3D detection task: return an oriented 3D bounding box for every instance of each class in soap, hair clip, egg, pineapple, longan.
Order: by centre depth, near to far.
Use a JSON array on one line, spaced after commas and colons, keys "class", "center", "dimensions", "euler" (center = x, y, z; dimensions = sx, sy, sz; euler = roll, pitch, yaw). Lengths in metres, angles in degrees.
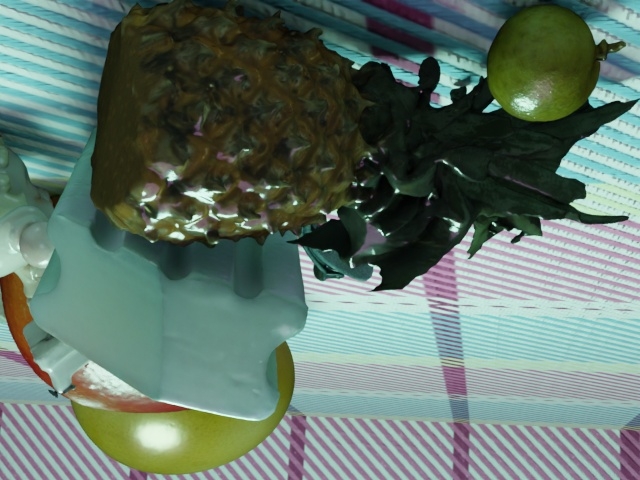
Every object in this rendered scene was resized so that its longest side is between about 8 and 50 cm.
[{"class": "longan", "center": [0.140, -0.107, 0.665], "dimensions": [0.083, 0.075, 0.075], "euler": [-8, 162, 21]}, {"class": "pineapple", "center": [0.038, -0.051, 0.725], "dimensions": [0.364, 0.166, 0.165], "euler": [9, 164, -24]}, {"class": "soap", "center": [-0.108, 0.011, 0.814], "dimensions": [0.172, 0.095, 0.289], "euler": [14, -162, -9]}, {"class": "hair clip", "center": [0.000, 0.000, 1.160], "dimensions": [0.070, 0.039, 0.229], "euler": [1, 164, 14]}, {"class": "egg", "center": [-0.177, 0.181, 1.475], "dimensions": [0.250, 0.250, 0.322], "euler": [-11, 169, 43]}]

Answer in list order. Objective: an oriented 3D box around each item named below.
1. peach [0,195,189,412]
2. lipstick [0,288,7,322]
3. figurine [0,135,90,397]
[{"class": "peach", "center": [-0.199, 0.080, 1.187], "dimensions": [0.257, 0.201, 0.361], "euler": [-8, 161, 40]}, {"class": "lipstick", "center": [-0.433, 0.022, 1.258], "dimensions": [0.076, 0.080, 0.371], "euler": [2, 165, 3]}, {"class": "figurine", "center": [-0.274, 0.005, 0.966], "dimensions": [0.144, 0.182, 0.257], "euler": [-35, 112, 8]}]
